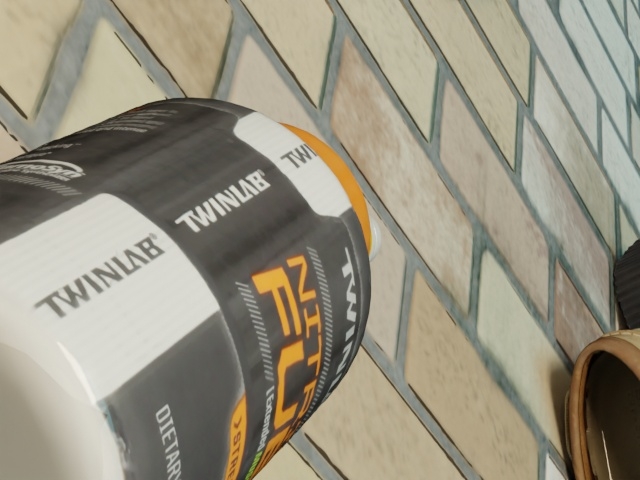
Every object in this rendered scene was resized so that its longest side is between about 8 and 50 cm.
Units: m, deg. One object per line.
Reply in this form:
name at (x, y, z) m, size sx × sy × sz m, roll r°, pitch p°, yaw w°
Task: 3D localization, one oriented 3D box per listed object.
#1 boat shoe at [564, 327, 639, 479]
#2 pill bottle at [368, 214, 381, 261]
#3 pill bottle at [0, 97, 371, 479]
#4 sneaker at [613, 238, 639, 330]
boat shoe at (0.237, 0.216, 0.980) m, size 0.116 × 0.123 × 0.324 m, roll 15°, pitch 55°, yaw -53°
pill bottle at (0.000, 0.000, 0.703) m, size 0.083 × 0.043 × 0.043 m, roll -2°, pitch 76°, yaw -64°
pill bottle at (-0.062, 0.026, 0.462) m, size 0.130 × 0.130 × 0.245 m, roll 69°, pitch 26°, yaw -9°
sneaker at (0.329, 0.143, 1.198) m, size 0.131 × 0.112 × 0.319 m, roll 46°, pitch 38°, yaw -39°
